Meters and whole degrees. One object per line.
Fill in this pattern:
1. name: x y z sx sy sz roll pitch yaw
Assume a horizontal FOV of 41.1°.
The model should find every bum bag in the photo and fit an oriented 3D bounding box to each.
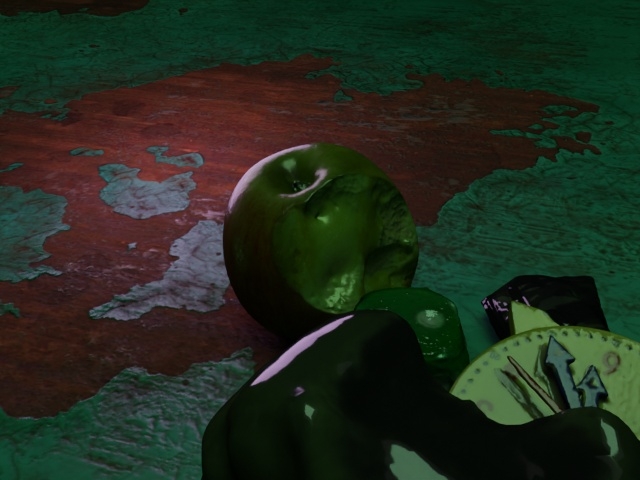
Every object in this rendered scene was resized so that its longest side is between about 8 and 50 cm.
1. bum bag: 0.286 0.138 0.957 0.144 0.095 0.340 -19 32 6

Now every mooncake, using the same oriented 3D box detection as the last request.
1. mooncake: 0.069 0.228 0.624 0.351 0.351 0.187 20 43 30

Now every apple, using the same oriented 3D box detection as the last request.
1. apple: 0.000 0.000 1.068 0.246 0.226 0.246 -4 35 3

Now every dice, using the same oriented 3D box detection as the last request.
1. dice: 0.094 0.135 0.943 0.120 0.128 0.131 -3 32 -3

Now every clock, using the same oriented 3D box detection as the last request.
1. clock: 0.247 0.198 0.795 0.277 0.071 0.293 13 58 13
